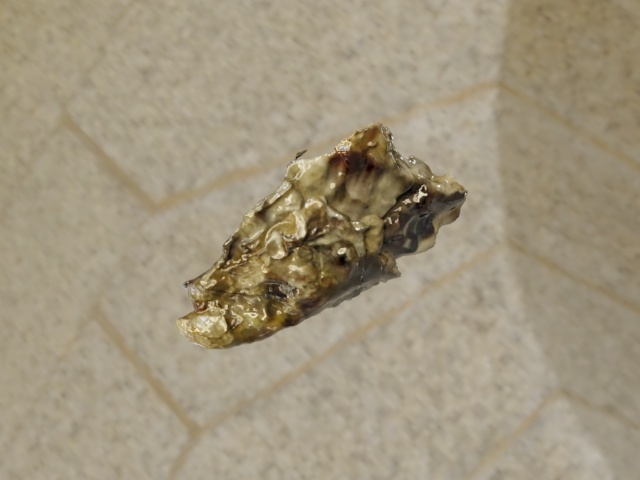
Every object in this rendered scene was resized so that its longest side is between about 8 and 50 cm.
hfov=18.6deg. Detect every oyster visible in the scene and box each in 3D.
[{"bbox_3d":[-0.003,0.008,0.950,0.148,0.051,0.103,-35,-36,17],"label":"oyster"}]
